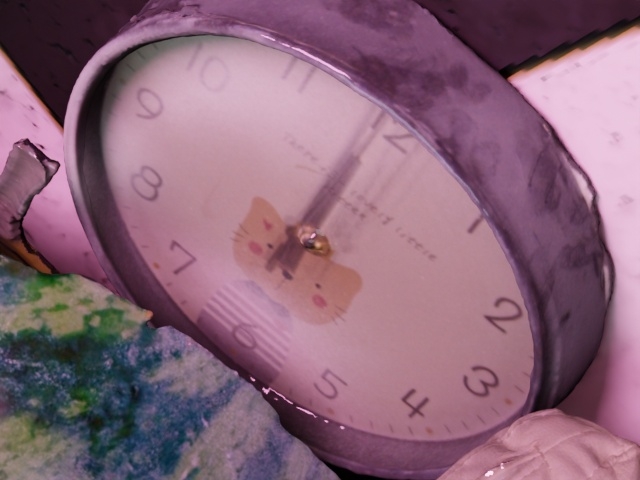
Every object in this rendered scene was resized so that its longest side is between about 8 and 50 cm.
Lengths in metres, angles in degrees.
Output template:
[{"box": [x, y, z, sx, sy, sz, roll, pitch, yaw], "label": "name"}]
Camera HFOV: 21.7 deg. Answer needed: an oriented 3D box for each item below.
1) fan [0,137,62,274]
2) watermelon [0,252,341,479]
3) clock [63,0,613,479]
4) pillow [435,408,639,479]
[{"box": [-0.159, 0.008, 0.768, 0.229, 0.011, 0.335, 40, 157, -8], "label": "fan"}, {"box": [-0.116, 0.102, 0.704, 0.222, 0.319, 0.292, -30, 128, 26], "label": "watermelon"}, {"box": [0.000, 0.000, 0.646, 0.226, 0.049, 0.226, 24, 141, 22], "label": "clock"}, {"box": [0.027, 0.235, 0.625, 0.120, 0.322, 0.255, 37, 162, 52], "label": "pillow"}]
